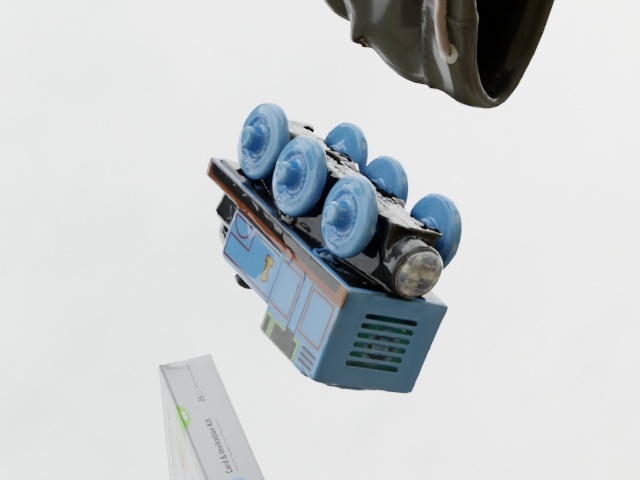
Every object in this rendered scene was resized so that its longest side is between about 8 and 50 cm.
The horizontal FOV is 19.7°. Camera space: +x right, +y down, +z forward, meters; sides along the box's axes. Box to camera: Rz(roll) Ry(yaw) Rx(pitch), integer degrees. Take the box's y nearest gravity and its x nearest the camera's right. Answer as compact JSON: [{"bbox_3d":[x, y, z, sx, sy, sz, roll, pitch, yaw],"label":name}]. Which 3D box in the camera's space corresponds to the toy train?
[{"bbox_3d":[0.000,0.000,0.957,0.080,0.184,0.105,12,-72,-35],"label":"toy train"}]

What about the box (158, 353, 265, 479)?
[{"bbox_3d":[-0.052,0.181,1.104,0.038,0.186,0.145,-12,-49,-13],"label":"box"}]

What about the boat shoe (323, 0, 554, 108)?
[{"bbox_3d":[0.090,-0.186,0.653,0.112,0.095,0.335,-29,-25,-39],"label":"boat shoe"}]
